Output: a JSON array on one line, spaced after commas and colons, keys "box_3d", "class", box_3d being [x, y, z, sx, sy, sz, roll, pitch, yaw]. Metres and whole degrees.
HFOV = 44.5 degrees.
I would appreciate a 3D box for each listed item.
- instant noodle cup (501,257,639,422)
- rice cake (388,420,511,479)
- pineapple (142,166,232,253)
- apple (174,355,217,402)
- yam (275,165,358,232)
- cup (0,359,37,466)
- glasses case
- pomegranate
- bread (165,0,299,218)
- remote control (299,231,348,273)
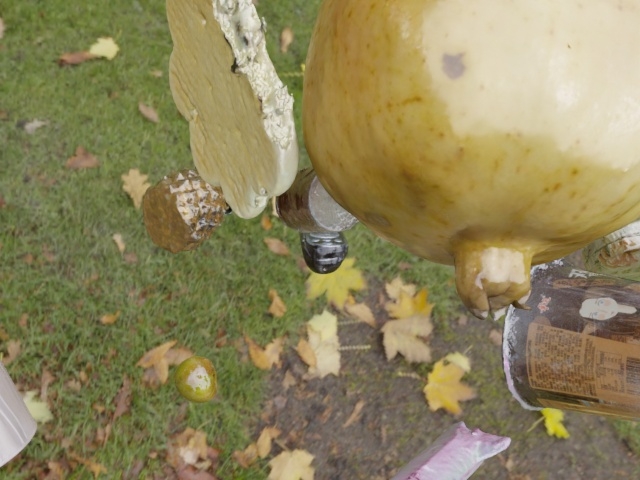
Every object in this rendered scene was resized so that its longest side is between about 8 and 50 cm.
[{"box_3d": [0.379, 0.137, 1.017, 0.217, 0.207, 0.217, -6, 99, -42], "class": "instant noodle cup"}, {"box_3d": [0.083, 0.236, 0.710, 0.290, 0.081, 0.051, -21, 86, -52], "class": "rice cake"}, {"box_3d": [-0.151, -0.074, 1.129, 0.119, 0.111, 0.237, 10, 31, 32], "class": "pineapple"}, {"box_3d": [-0.231, 0.262, 1.463, 0.074, 0.089, 0.089, -25, 63, 2], "class": "apple"}, {"box_3d": [0.000, -0.045, 0.866, 0.079, 0.141, 0.079, 0, 90, -19], "class": "yam"}, {"box_3d": [-0.684, 0.295, 1.375, 0.288, 0.208, 0.273, -30, 110, -33], "class": "cup"}, {"box_3d": [0.681, -0.009, 1.411, 0.425, 0.156, 0.098, -10, 67, -8], "class": "glasses case"}, {"box_3d": [0.144, -0.106, 0.647, 0.342, 0.342, 0.342, 11, 52, -15], "class": "pomegranate"}, {"box_3d": [-0.092, -0.144, 0.747, 0.039, 0.182, 0.250, -15, 79, -28], "class": "bread"}, {"box_3d": [0.000, 0.000, 1.532, 0.090, 0.066, 0.266, 7, 16, -7], "class": "remote control"}]
